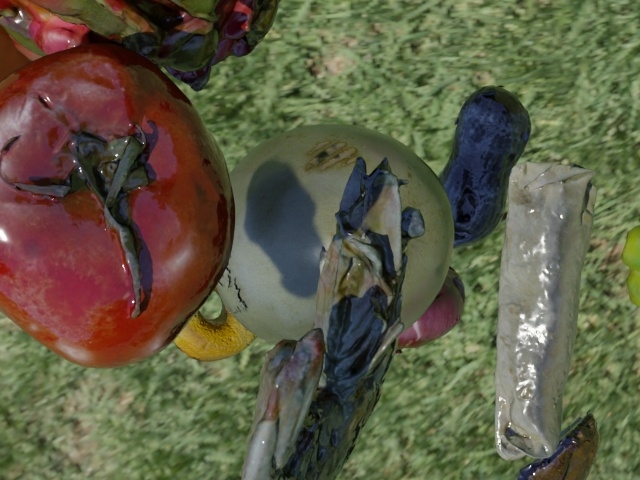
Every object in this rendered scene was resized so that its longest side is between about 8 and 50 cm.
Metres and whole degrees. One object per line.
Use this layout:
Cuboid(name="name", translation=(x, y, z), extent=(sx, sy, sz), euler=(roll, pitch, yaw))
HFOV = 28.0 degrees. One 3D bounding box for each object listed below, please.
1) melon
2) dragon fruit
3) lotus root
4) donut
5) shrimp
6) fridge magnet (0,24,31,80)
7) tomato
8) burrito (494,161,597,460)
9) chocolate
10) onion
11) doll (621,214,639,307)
Cuboid(name="melon", translation=(0.000, 0.000, 1.481), extent=(0.330, 0.268, 0.268), euler=(0, 103, 58))
Cuboid(name="dragon fruit", translation=(-0.143, -0.222, 0.837), extent=(0.231, 0.302, 0.237), euler=(7, 83, 27))
Cuboid(name="lotus root", translation=(0.260, 0.316, 1.562), extent=(0.078, 0.167, 0.329), euler=(45, 144, 13))
Cuboid(name="donut", translation=(-0.133, 0.080, 1.620), extent=(0.058, 0.152, 0.152), euler=(-6, 100, 64))
Cuboid(name="shrimp", translation=(0.001, 0.101, 0.994), extent=(0.085, 0.247, 0.360), euler=(22, 117, 14))
Cuboid(name="fridge magnet", translation=(-0.373, -0.175, 1.320), extent=(0.155, 0.363, 0.363), euler=(-17, 93, 47))
Cuboid(name="tomato", translation=(-0.132, -0.019, 0.761), extent=(0.187, 0.187, 0.151), euler=(49, 158, 9))
Cuboid(name="burrito", translation=(0.202, 0.065, 1.168), extent=(0.082, 0.059, 0.275), euler=(4, 94, 7))
Cuboid(name="chocolate", translation=(0.222, -0.101, 1.790), extent=(0.110, 0.110, 0.248), euler=(29, 122, 18))
Cuboid(name="onion", translation=(0.096, 0.102, 1.877), extent=(0.230, 0.230, 0.163), euler=(8, 100, 25))
Cuboid(name="doll", translation=(0.297, -0.059, 0.968), extent=(0.099, 0.341, 0.346), euler=(11, 96, 32))
